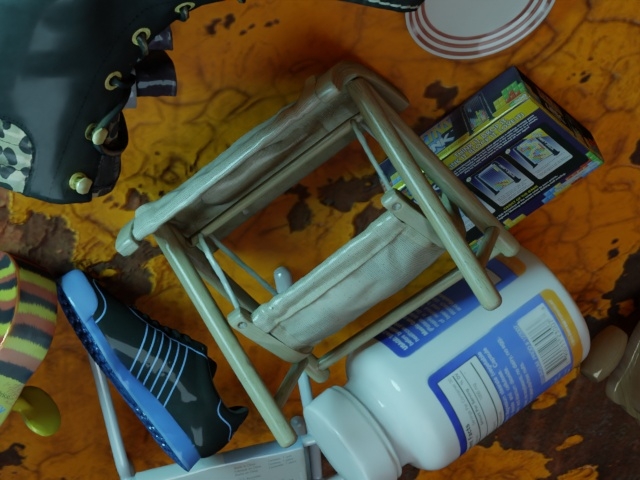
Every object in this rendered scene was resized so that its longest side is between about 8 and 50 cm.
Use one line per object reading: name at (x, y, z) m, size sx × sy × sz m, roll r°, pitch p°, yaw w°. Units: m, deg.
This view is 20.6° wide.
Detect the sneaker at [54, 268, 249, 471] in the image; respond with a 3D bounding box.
sneaker at (-0.163, 0.110, 1.708) m, size 0.090 × 0.081 × 0.232 m, roll -39°, pitch 105°, yaw -16°

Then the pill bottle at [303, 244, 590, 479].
pill bottle at (0.122, 0.133, 1.760) m, size 0.272 × 0.152 × 0.152 m, roll -35°, pitch 143°, yaw -15°

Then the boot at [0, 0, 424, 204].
boot at (-0.125, -0.162, 1.274) m, size 0.377 × 0.138 × 0.284 m, roll 13°, pitch 121°, yaw -17°

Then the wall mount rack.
wall mount rack at (-0.115, 0.185, 1.826) m, size 0.350 × 0.130 × 0.304 m, roll -13°, pitch 143°, yaw -7°

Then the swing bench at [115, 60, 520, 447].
swing bench at (0.000, 0.000, 1.596) m, size 0.253 × 0.165 × 0.254 m, roll -35°, pitch 99°, yaw 21°

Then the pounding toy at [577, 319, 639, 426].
pounding toy at (0.375, 0.122, 1.977) m, size 0.154 × 0.155 × 0.269 m, roll -54°, pitch 146°, yaw -2°

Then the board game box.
board game box at (0.162, -0.073, 1.687) m, size 0.170 × 0.048 × 0.141 m, roll -36°, pitch 135°, yaw 20°

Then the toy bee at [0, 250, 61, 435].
toy bee at (-0.328, 0.167, 1.646) m, size 0.195 × 0.162 × 0.298 m, roll 1°, pitch 125°, yaw -34°

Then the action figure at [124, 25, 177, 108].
action figure at (-0.259, -0.131, 1.410) m, size 0.285 × 0.099 × 0.185 m, roll -12°, pitch 133°, yaw -15°

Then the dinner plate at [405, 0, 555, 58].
dinner plate at (0.140, -0.215, 1.539) m, size 0.141 × 0.017 × 0.141 m, roll -10°, pitch 140°, yaw -9°
